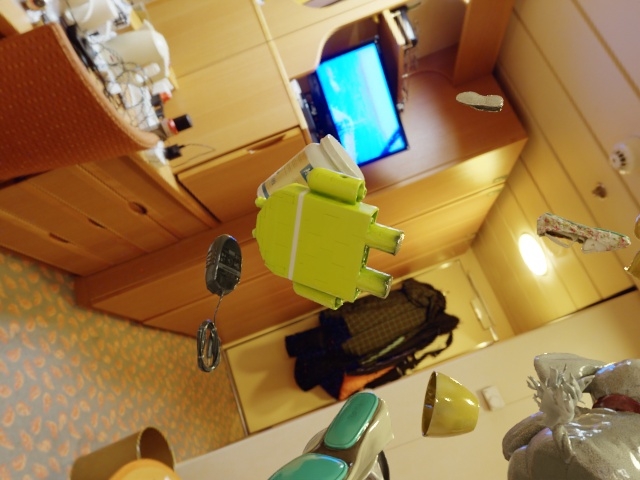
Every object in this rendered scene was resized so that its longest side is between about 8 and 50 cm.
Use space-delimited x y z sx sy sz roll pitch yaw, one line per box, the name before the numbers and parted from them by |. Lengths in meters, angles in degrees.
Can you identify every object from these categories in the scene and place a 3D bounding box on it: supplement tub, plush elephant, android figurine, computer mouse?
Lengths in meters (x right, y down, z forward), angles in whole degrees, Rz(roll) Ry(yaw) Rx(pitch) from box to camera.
supplement tub | -0.021 -0.116 1.034 0.144 0.200 0.144 46 18 -19
plush elephant | 0.400 0.272 0.643 0.272 0.255 0.330 11 -63 61
android figurine | 0.000 0.000 0.825 0.056 0.273 0.248 -39 142 -56
computer mouse | -0.184 0.104 0.833 0.071 0.041 0.242 40 51 -52

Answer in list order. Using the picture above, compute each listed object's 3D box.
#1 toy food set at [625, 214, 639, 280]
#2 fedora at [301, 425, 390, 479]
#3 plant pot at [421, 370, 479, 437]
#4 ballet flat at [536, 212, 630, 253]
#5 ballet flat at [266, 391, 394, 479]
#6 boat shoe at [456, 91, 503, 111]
toy food set | 0.391 -0.020 0.447 0.128 0.218 0.071 73 9 -47
fedora | 0.080 0.627 1.239 0.124 0.244 0.275 168 -95 -74
plant pot | 0.270 0.347 0.993 0.134 0.095 0.134 12 90 -84
ballet flat | 0.724 -0.006 1.350 0.241 0.077 0.091 22 -12 32
ballet flat | 0.016 0.275 0.568 0.248 0.086 0.086 -25 96 -50
boat shoe | 0.439 -0.381 1.331 0.038 0.125 0.046 66 40 -57
